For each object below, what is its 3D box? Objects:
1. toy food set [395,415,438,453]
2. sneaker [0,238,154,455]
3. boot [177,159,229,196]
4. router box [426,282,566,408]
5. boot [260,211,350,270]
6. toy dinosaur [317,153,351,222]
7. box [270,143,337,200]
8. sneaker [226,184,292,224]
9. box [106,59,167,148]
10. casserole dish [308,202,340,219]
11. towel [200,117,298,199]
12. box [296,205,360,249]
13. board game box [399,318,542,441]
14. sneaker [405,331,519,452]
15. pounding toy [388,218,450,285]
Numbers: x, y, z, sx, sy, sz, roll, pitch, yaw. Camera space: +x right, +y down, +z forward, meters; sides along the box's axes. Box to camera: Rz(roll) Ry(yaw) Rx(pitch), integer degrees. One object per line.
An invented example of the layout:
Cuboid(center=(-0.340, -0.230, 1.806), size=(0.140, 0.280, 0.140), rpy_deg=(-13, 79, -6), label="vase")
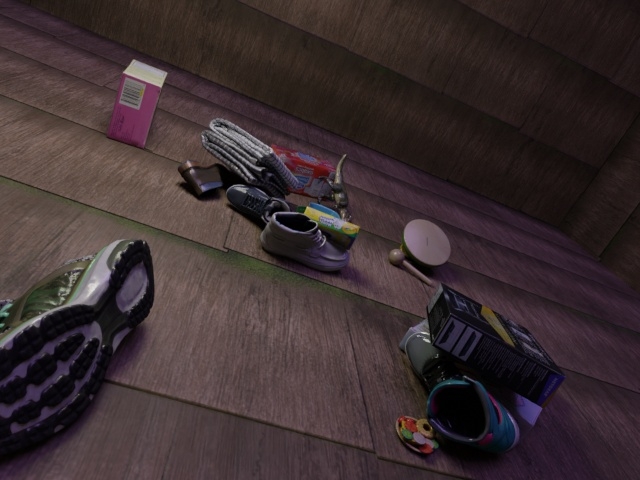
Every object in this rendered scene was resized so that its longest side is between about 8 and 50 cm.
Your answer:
Cuboid(center=(0.177, 0.355, 0.860), size=(0.083, 0.020, 0.082), rpy_deg=(24, 23, -4), label="toy food set")
Cuboid(center=(-0.395, 0.133, 0.666), size=(0.182, 0.157, 0.410), rpy_deg=(-4, 23, 10), label="sneaker")
Cuboid(center=(-0.337, -0.177, 1.442), size=(0.106, 0.082, 0.219), rpy_deg=(58, 23, 11), label="boot")
Cuboid(center=(0.364, 0.212, 1.038), size=(0.243, 0.080, 0.309), rpy_deg=(29, 11, 7), label="router box")
Cuboid(center=(-0.024, 0.001, 1.251), size=(0.259, 0.123, 0.095), rpy_deg=(14, 53, -16), label="boot")
Cuboid(center=(0.049, -0.185, 1.722), size=(0.118, 0.267, 0.064), rpy_deg=(-2, -10, -10), label="toy dinosaur")
Cuboid(center=(-0.077, -0.256, 1.770), size=(0.257, 0.128, 0.122), rpy_deg=(11, 27, -31), label="box")
Cuboid(center=(-0.174, -0.102, 1.336), size=(0.226, 0.086, 0.163), rpy_deg=(26, -1, 0), label="sneaker")
Cuboid(center=(-0.601, -0.454, 1.546), size=(0.118, 0.213, 0.243), rpy_deg=(17, 25, -21), label="box")
Cuboid(center=(0.011, -0.076, 1.578), size=(0.114, 0.036, 0.188), rpy_deg=(20, 17, -13), label="casserole dish")
Cuboid(center=(-0.230, -0.249, 1.515), size=(0.284, 0.121, 0.235), rpy_deg=(36, -4, 26), label="towel")
Cuboid(center=(0.012, -0.037, 1.305), size=(0.179, 0.043, 0.105), rpy_deg=(23, -21, 2), label="box")
Cuboid(center=(0.398, 0.299, 1.150), size=(0.318, 0.065, 0.319), rpy_deg=(38, 25, 28), label="board game box")
Cuboid(center=(0.246, 0.287, 0.926), size=(0.178, 0.123, 0.295), rpy_deg=(30, 13, -50), label="sneaker")
Cuboid(center=(0.332, 0.047, 1.617), size=(0.183, 0.110, 0.237), rpy_deg=(39, 53, 2), label="pounding toy")
